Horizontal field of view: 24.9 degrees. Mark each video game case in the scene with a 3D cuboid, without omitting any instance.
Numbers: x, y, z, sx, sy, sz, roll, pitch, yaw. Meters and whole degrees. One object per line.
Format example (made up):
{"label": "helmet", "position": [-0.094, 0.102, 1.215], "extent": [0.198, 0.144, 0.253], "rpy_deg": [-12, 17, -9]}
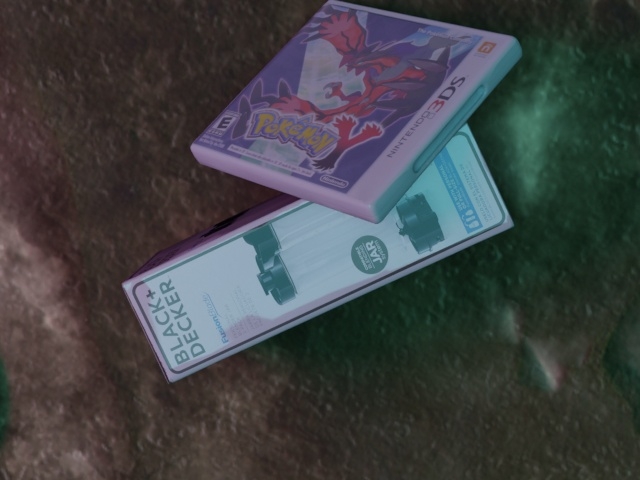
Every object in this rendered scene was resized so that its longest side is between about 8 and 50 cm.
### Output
{"label": "video game case", "position": [0.024, -0.106, 1.104], "extent": [0.183, 0.201, 0.023], "rpy_deg": [-49, 133, -21]}

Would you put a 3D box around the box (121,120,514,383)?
{"label": "box", "position": [0.000, 0.000, 1.152], "extent": [0.290, 0.169, 0.087], "rpy_deg": [-25, 96, 8]}
